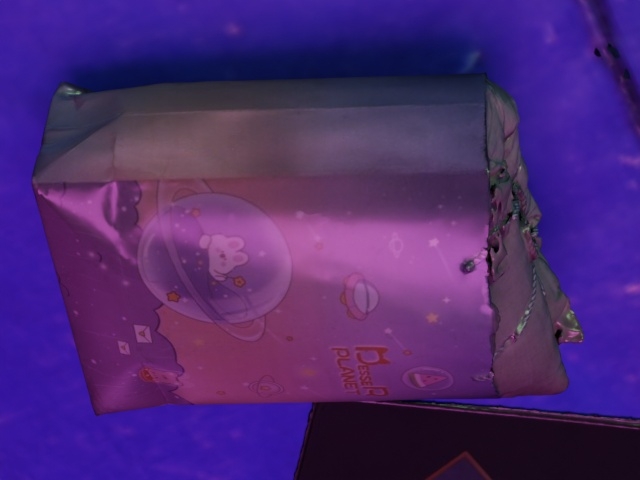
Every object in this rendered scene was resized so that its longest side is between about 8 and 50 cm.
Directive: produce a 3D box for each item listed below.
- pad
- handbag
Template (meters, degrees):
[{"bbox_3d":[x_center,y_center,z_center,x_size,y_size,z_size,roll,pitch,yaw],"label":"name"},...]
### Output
[{"bbox_3d":[0.101,0.133,0.796,0.243,0.004,0.163,6,127,-9],"label":"pad"},{"bbox_3d":[0.000,0.000,0.638,0.173,0.095,0.117,-1,134,7],"label":"handbag"}]
